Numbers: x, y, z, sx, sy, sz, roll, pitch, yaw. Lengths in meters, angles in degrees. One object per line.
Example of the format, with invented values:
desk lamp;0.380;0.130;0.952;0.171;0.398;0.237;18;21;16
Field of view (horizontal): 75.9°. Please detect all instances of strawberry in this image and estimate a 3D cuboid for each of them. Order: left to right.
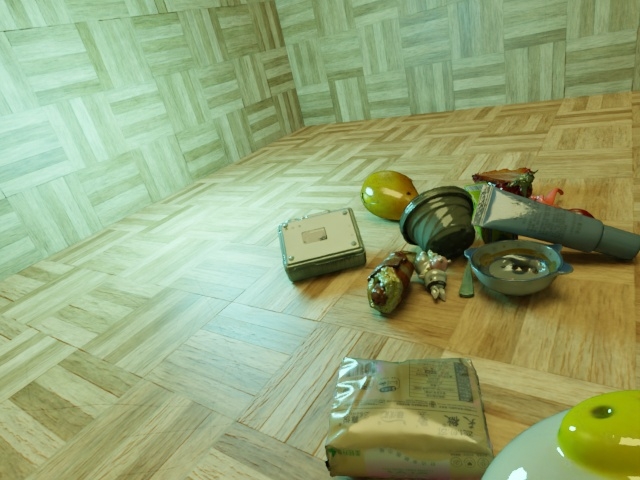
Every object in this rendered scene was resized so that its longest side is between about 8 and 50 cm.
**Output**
strawberry;0.641;-0.191;1.475;0.228;0.097;0.174;8;32;44

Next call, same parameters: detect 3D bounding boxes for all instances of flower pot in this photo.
flower pot;0.356;-0.033;1.197;0.236;0.235;0.140;-14;48;0

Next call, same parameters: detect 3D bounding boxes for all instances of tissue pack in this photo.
tissue pack;0.148;0.295;0.708;0.257;0.122;0.215;-8;28;15

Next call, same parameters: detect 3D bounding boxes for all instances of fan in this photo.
fan;0.400;0.093;1.111;0.038;0.016;0.193;1;30;23

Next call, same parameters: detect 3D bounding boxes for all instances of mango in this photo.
mango;0.263;-0.164;1.556;0.191;0.159;0.290;-18;35;-22

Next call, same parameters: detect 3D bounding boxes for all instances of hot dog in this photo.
hot dog;0.183;0.096;1.077;0.103;0.146;0.213;24;33;13

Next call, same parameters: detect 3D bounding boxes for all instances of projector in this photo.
projector;0.001;0.005;1.311;0.257;0.099;0.191;-14;55;1

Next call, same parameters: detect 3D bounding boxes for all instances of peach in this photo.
peach;0.714;-0.042;1.138;0.101;0.100;0.100;-11;26;6

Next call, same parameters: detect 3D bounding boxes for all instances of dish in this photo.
dish;0.491;0.076;1.018;0.228;0.086;0.236;-21;26;-16

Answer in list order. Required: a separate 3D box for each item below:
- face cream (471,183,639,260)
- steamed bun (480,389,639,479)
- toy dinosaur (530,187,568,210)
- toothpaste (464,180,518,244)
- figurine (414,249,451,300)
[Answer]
face cream;0.602;-0.040;1.064;0.386;0.086;0.135;19;69;15
steamed bun;0.329;0.312;0.368;0.374;0.333;0.334;-19;25;3
toy dinosaur;0.710;-0.104;1.263;0.286;0.070;0.139;-23;16;-20
toothpaste;0.528;-0.080;1.286;0.078;0.110;0.327;-8;26;9
figurine;0.297;0.084;1.087;0.081;0.098;0.146;-4;23;-7
